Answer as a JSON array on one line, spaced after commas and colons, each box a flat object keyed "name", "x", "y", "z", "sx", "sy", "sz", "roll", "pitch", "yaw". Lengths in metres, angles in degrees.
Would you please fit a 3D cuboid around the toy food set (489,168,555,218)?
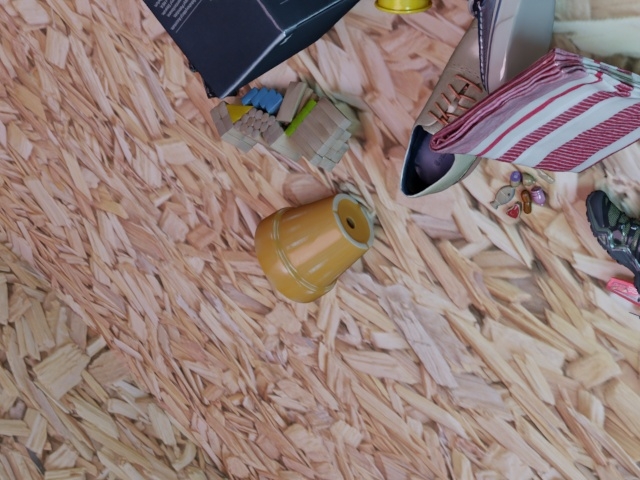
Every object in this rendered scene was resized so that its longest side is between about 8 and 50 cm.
[{"name": "toy food set", "x": 0.354, "y": -0.078, "z": 1.349, "sx": 0.078, "sy": 0.019, "sz": 0.122, "roll": 39, "pitch": 138, "yaw": 10}]

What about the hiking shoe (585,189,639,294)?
[{"name": "hiking shoe", "x": 0.521, "y": -0.001, "z": 1.220, "sx": 0.114, "sy": 0.086, "sz": 0.227, "roll": -42, "pitch": 76, "yaw": 31}]

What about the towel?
[{"name": "towel", "x": 0.350, "y": -0.164, "z": 1.091, "sx": 0.237, "sy": 0.329, "sz": 0.037, "roll": -34, "pitch": 60, "yaw": 49}]

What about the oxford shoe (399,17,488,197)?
[{"name": "oxford shoe", "x": 0.240, "y": -0.220, "z": 1.234, "sx": 0.140, "sy": 0.146, "sz": 0.397, "roll": 34, "pitch": 133, "yaw": 18}]

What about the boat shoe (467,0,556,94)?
[{"name": "boat shoe", "x": 0.240, "y": -0.361, "z": 1.086, "sx": 0.158, "sy": 0.127, "sz": 0.341, "roll": 12, "pitch": 93, "yaw": 40}]

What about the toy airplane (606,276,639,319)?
[{"name": "toy airplane", "x": 0.562, "y": 0.078, "z": 1.288, "sx": 0.151, "sy": 0.028, "sz": 0.151, "roll": 20, "pitch": 132, "yaw": 24}]

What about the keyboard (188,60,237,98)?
[{"name": "keyboard", "x": -0.238, "y": -0.385, "z": 1.606, "sx": 0.108, "sy": 0.023, "sz": 0.180, "roll": 3, "pitch": 122, "yaw": 31}]

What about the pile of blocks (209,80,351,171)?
[{"name": "pile of blocks", "x": -0.062, "y": -0.230, "z": 1.536, "sx": 0.362, "sy": 0.149, "sz": 0.112, "roll": 19, "pitch": 175, "yaw": 40}]

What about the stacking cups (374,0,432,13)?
[{"name": "stacking cups", "x": 0.124, "y": -0.508, "z": 1.153, "sx": 0.096, "sy": 0.096, "sz": 0.316, "roll": 18, "pitch": 131, "yaw": 29}]

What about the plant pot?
[{"name": "plant pot", "x": 0.000, "y": 0.000, "z": 1.589, "sx": 0.188, "sy": 0.205, "sz": 0.205, "roll": -31, "pitch": 99, "yaw": 32}]

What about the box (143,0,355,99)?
[{"name": "box", "x": -0.144, "y": -0.486, "z": 1.246, "sx": 0.395, "sy": 0.293, "sz": 0.212, "roll": 52, "pitch": 139, "yaw": -5}]
